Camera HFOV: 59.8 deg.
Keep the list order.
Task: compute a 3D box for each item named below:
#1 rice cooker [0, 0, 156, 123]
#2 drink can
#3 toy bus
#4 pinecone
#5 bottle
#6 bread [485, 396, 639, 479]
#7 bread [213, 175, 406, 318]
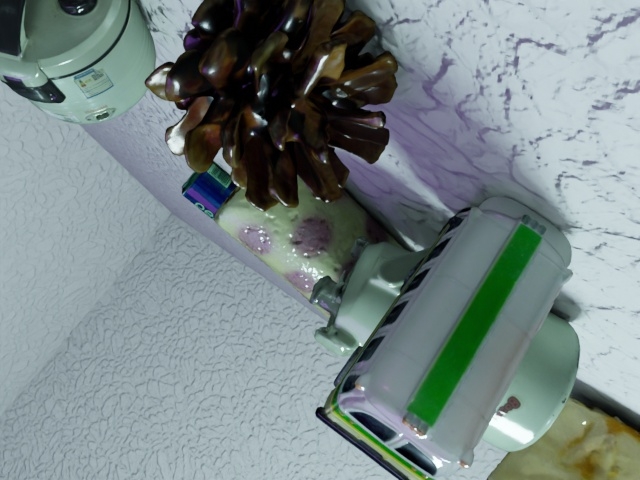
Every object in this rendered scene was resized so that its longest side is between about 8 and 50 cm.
[{"bbox_3d":[-0.358,-0.291,0.769,0.226,0.226,0.244,37,169,3],"label":"rice cooker"},{"bbox_3d":[-0.253,-0.106,1.447,0.205,0.118,0.118,41,168,-15],"label":"drink can"},{"bbox_3d":[0.143,0.093,0.598,0.143,0.305,0.179,36,156,8],"label":"toy bus"},{"bbox_3d":[-0.038,-0.124,0.516,0.201,0.202,0.229,44,149,12],"label":"pinecone"},{"bbox_3d":[0.162,0.121,0.807,0.352,0.229,0.229,29,168,5],"label":"bottle"},{"bbox_3d":[0.535,0.494,1.044,0.390,0.279,0.371,31,169,30],"label":"bread"},{"bbox_3d":[0.000,0.000,0.939,0.338,0.187,0.155,43,167,-19],"label":"bread"}]
